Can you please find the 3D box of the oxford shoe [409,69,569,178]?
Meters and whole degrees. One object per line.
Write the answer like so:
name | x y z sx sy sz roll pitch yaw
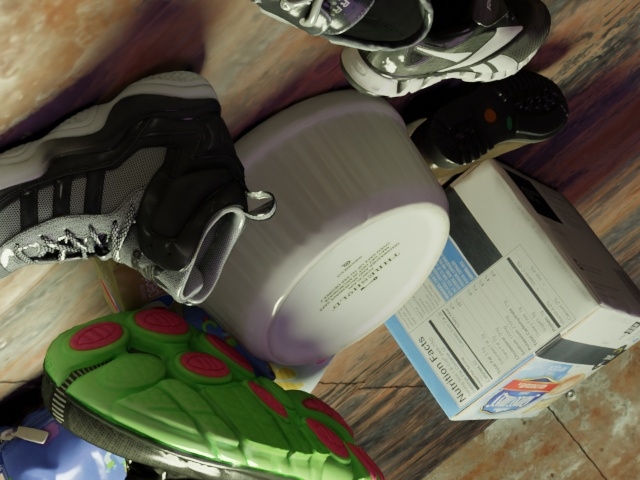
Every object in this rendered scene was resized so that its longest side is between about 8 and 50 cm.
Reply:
oxford shoe | 0.167 -0.120 1.425 0.227 0.083 0.096 -19 173 -37

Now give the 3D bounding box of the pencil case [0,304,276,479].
pencil case | -0.198 0.170 1.402 0.306 0.119 0.133 -33 139 -5

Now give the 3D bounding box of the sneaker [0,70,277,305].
sneaker | -0.164 -0.004 1.008 0.268 0.153 0.101 -33 160 -9

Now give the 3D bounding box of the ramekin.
ramekin | 0.000 0.000 1.280 0.272 0.127 0.273 -30 151 -18

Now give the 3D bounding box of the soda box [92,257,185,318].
soda box | -0.164 0.026 1.212 0.058 0.061 0.181 -30 159 -14

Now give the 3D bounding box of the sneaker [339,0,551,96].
sneaker | 0.129 -0.189 1.179 0.234 0.078 0.106 -18 156 -36

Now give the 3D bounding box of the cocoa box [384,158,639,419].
cocoa box | 0.239 0.072 1.721 0.228 0.231 0.347 -40 159 16

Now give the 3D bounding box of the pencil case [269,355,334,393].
pencil case | -0.036 0.107 1.534 0.273 0.113 0.124 117 -8 -51

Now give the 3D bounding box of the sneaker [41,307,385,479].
sneaker | -0.101 0.216 1.276 0.202 0.185 0.483 -44 143 4

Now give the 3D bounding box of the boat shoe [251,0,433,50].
boat shoe | -0.006 -0.189 0.923 0.108 0.102 0.301 -41 160 15
